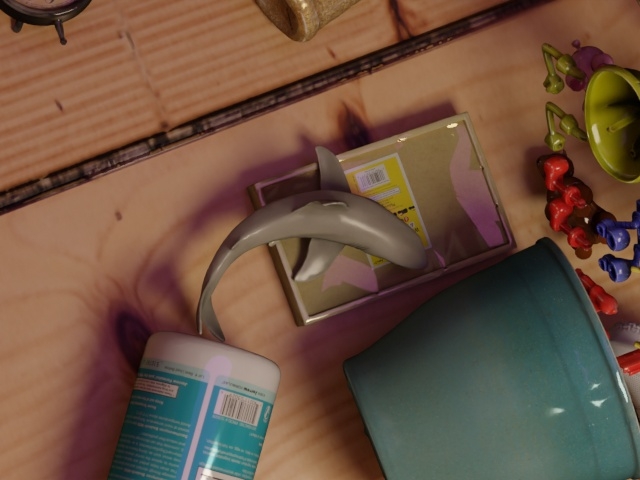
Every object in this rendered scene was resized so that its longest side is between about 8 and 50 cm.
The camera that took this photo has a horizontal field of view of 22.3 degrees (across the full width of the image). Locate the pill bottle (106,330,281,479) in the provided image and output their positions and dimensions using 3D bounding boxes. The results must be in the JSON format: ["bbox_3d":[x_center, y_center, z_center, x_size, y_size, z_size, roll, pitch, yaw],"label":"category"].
[{"bbox_3d":[-0.141,0.235,1.664,0.146,0.146,0.264,18,80,-13],"label":"pill bottle"}]

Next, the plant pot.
[{"bbox_3d":[0.169,0.166,1.705,0.255,0.271,0.271,-20,90,-2],"label":"plant pot"}]

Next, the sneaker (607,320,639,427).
[{"bbox_3d":[0.401,0.275,1.807,0.210,0.137,0.366,-43,99,-17],"label":"sneaker"}]

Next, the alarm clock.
[{"bbox_3d":[-0.288,-0.312,1.721,0.129,0.064,0.192,22,82,-12],"label":"alarm clock"}]

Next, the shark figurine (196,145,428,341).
[{"bbox_3d":[-0.027,-0.009,1.700,0.278,0.116,0.166,-19,88,-18],"label":"shark figurine"}]

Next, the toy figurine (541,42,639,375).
[{"bbox_3d":[0.375,-0.059,1.705,0.217,0.191,0.362,-18,121,-16],"label":"toy figurine"}]

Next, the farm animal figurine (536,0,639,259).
[{"bbox_3d":[0.402,-0.129,1.812,0.327,0.172,0.330,21,118,-5],"label":"farm animal figurine"}]

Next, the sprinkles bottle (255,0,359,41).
[{"bbox_3d":[0.083,-0.362,1.796,0.355,0.121,0.121,-37,94,-15],"label":"sprinkles bottle"}]

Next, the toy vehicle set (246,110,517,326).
[{"bbox_3d":[0.070,-0.025,1.803,0.267,0.035,0.166,-19,90,-16],"label":"toy vehicle set"}]
